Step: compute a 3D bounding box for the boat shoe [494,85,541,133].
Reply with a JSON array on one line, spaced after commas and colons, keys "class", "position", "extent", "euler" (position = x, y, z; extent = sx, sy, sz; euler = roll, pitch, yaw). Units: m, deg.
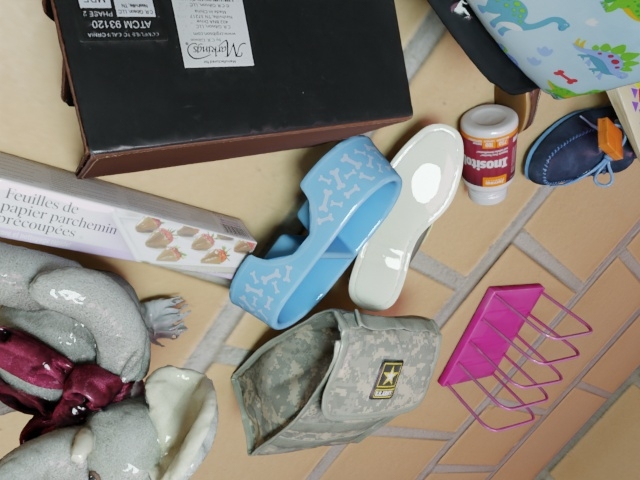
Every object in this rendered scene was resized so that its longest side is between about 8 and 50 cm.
[{"class": "boat shoe", "position": [0.310, -0.259, 0.749], "extent": [0.073, 0.073, 0.206], "euler": [-29, 134, -11]}]

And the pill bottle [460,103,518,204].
[{"class": "pill bottle", "position": [0.273, -0.135, 0.805], "extent": [0.086, 0.086, 0.152], "euler": [-30, 133, -14]}]

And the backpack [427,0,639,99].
[{"class": "backpack", "position": [0.266, -0.263, 0.404], "extent": [0.290, 0.356, 0.273], "euler": [35, 56, -33]}]

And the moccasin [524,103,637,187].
[{"class": "moccasin", "position": [0.541, -0.189, 0.928], "extent": [0.342, 0.117, 0.137], "euler": [-27, 133, -16]}]

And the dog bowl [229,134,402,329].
[{"class": "dog bowl", "position": [0.000, 0.000, 0.675], "extent": [0.297, 0.074, 0.166], "euler": [-53, 160, 13]}]

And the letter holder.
[{"class": "letter holder", "position": [-0.099, -0.162, 0.506], "extent": [0.302, 0.214, 0.151], "euler": [-14, 96, -28]}]

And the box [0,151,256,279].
[{"class": "box", "position": [-0.225, -0.021, 0.561], "extent": [0.324, 0.067, 0.063], "euler": [15, 112, -41]}]

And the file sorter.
[{"class": "file sorter", "position": [0.458, 0.274, 1.163], "extent": [0.202, 0.182, 0.290], "euler": [1, 120, -35]}]

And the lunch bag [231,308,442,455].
[{"class": "lunch bag", "position": [0.037, 0.217, 0.799], "extent": [0.235, 0.168, 0.287], "euler": [12, 133, -40]}]

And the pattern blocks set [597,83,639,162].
[{"class": "pattern blocks set", "position": [0.556, -0.234, 0.858], "extent": [0.286, 0.026, 0.324], "euler": [-26, 100, -27]}]

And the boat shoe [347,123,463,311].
[{"class": "boat shoe", "position": [0.125, -0.038, 0.772], "extent": [0.109, 0.091, 0.304], "euler": [22, 108, 0]}]

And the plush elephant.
[{"class": "plush elephant", "position": [-0.259, 0.172, 0.523], "extent": [0.330, 0.255, 0.272], "euler": [11, 133, -47]}]
